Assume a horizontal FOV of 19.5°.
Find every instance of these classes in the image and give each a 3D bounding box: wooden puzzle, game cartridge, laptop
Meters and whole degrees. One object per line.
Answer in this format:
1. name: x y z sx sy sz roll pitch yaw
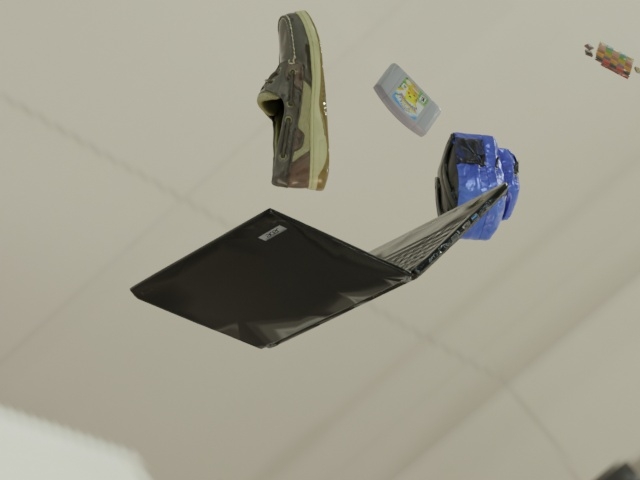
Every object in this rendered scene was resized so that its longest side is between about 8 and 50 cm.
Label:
1. wooden puzzle: 0.371 -0.229 2.365 0.083 0.006 0.049 28 35 -2
2. game cartridge: 0.101 -0.163 2.178 0.083 0.017 0.056 44 50 -10
3. laptop: 0.000 0.000 1.729 0.136 0.234 0.264 55 48 -7

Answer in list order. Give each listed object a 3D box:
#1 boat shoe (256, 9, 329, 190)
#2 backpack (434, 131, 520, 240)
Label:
1. boat shoe: -0.035 -0.161 2.112 0.080 0.073 0.223 118 -33 -65
2. backpack: 0.193 -0.062 2.290 0.098 0.101 0.120 96 -2 -48
